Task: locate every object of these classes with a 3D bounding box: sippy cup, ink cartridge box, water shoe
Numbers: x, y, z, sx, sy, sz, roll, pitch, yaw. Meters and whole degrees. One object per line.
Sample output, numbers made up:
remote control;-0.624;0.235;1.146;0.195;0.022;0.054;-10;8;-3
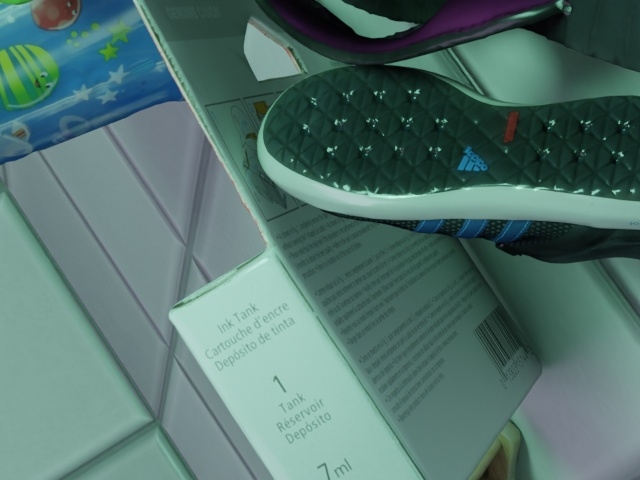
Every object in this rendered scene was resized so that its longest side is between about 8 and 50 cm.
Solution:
sippy cup;-0.212;-0.157;1.227;0.240;0.224;0.305;48;161;32
ink cartridge box;0.000;0.000;0.898;0.261;0.066;0.296;58;-163;2
water shoe;0.069;-0.019;0.751;0.203;0.073;0.080;9;149;25

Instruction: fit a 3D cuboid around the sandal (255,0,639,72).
sandal;0.038;-0.136;0.703;0.446;0.107;0.167;26;145;63

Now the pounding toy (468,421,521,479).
pounding toy;0.095;0.167;1.185;0.154;0.155;0.269;-25;108;46
